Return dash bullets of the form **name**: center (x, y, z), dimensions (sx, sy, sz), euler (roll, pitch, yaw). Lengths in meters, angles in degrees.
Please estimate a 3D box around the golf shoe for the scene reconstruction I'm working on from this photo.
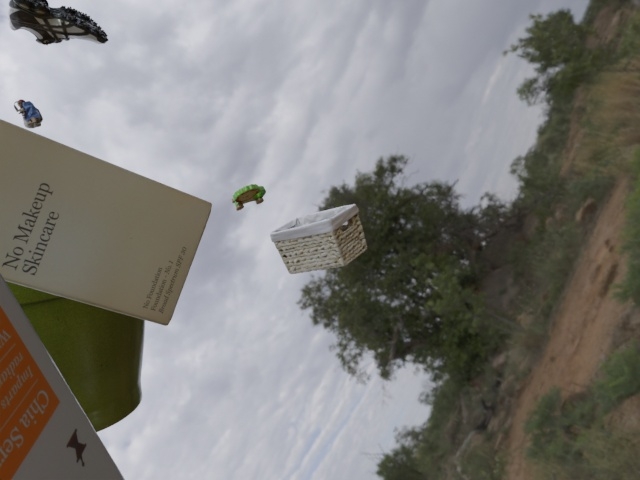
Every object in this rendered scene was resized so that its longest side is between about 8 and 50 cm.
- **golf shoe**: center (-0.568, -0.461, 1.197), dimensions (0.198, 0.077, 0.094), euler (17, -58, -33)

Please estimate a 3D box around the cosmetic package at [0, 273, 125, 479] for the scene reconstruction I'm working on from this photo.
- **cosmetic package**: center (-0.252, 0.251, 0.380), dimensions (0.230, 0.162, 0.453), euler (-85, -20, -64)

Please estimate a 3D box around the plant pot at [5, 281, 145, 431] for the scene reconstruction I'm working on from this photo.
- **plant pot**: center (-0.502, 0.183, 1.090), dimensions (0.366, 0.367, 0.352), euler (-28, -67, -63)

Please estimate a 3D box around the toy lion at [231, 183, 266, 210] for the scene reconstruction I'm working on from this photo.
- **toy lion**: center (-0.184, -0.119, 1.433), dimensions (0.100, 0.034, 0.096), euler (-21, -15, -33)

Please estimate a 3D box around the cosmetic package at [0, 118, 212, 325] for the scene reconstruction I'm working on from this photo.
- **cosmetic package**: center (-0.301, -0.025, 0.622), dimensions (0.113, 0.310, 0.160), euler (3, 74, 62)

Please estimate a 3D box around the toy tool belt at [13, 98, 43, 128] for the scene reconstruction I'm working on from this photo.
- **toy tool belt**: center (-0.734, -0.326, 1.387), dimensions (0.052, 0.083, 0.051), euler (-30, 0, -31)

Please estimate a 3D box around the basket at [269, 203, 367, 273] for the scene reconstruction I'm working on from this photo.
- **basket**: center (0.000, 0.000, 1.147), dimensions (0.113, 0.167, 0.103), euler (-33, -73, -50)
